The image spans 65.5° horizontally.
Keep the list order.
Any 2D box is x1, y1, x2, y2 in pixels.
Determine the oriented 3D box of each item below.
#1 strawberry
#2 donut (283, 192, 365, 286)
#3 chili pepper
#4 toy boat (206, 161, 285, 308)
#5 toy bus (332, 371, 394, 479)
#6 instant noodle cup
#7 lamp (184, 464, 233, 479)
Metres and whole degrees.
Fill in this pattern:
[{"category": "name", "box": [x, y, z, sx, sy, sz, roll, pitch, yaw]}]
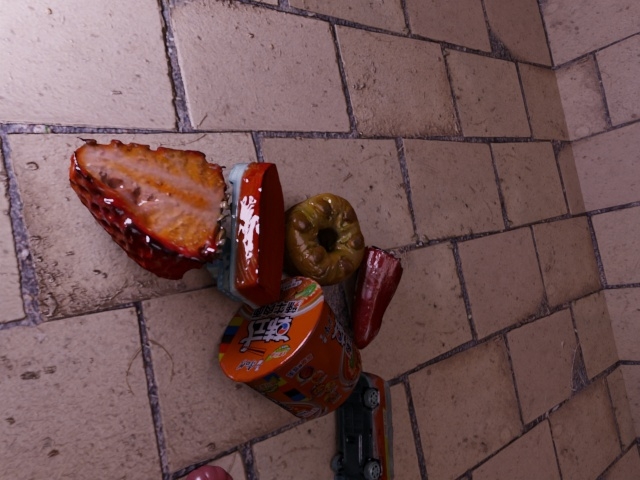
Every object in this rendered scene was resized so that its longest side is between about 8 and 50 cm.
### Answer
[{"category": "strawberry", "box": [-0.307, -0.039, 0.906, 0.281, 0.150, 0.253, 3, 58, -36]}, {"category": "donut", "box": [0.000, 0.002, 1.158, 0.227, 0.114, 0.226, 10, 75, -38]}, {"category": "chili pepper", "box": [0.127, 0.146, 1.240, 0.137, 0.144, 0.252, 19, 81, -17]}, {"category": "toy boat", "box": [-0.156, -0.029, 1.035, 0.145, 0.133, 0.331, 50, 36, -57]}, {"category": "toy bus", "box": [0.103, 0.436, 1.155, 0.120, 0.121, 0.264, 12, 73, -46]}, {"category": "instant noodle cup", "box": [-0.049, 0.224, 1.005, 0.192, 0.251, 0.250, 52, 54, -30]}, {"category": "lamp", "box": [-0.206, 0.468, 0.908, 0.108, 0.092, 0.107, 9, 75, -35]}]
